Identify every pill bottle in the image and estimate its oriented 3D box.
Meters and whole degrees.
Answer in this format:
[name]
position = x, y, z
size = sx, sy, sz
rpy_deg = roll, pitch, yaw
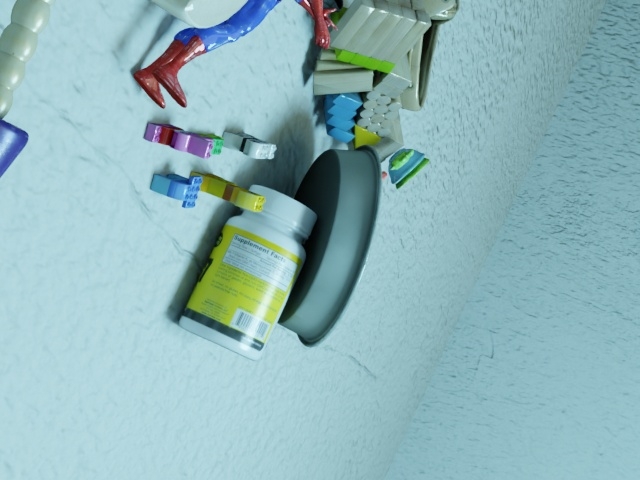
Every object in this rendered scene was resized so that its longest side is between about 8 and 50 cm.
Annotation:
[pill bottle]
position = -0.090, 0.041, 1.323
size = 0.208, 0.119, 0.119
rpy_deg = -65, 159, -9

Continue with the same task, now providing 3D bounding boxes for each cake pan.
[cake pan]
position = 0.000, 0.000, 1.400
size = 0.293, 0.054, 0.293
rpy_deg = -163, -90, -74

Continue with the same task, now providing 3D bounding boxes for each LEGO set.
[LEGO set]
position = -0.113, -0.078, 1.185
size = 0.227, 0.093, 0.087
rpy_deg = -9, 119, -66

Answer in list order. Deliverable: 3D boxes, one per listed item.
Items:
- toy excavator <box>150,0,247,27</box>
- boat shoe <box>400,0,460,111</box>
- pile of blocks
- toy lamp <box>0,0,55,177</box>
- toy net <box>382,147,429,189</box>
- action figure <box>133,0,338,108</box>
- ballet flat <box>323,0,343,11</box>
[toy excavator]
position = -0.082, -0.438, 0.820
size = 0.445, 0.222, 0.433
rpy_deg = -55, 159, 2
[boat shoe]
position = 0.164, -0.371, 1.558
size = 0.121, 0.110, 0.341
rpy_deg = -18, 127, -64
[pile of blocks]
position = 0.056, -0.246, 1.444
size = 0.362, 0.149, 0.112
rpy_deg = 96, -11, -58
[toy lamp]
position = -0.242, -0.166, 0.813
size = 0.274, 0.080, 0.080
rpy_deg = -69, 159, -6
[toy net]
position = 0.065, -0.058, 1.543
size = 0.232, 0.045, 0.122
rpy_deg = -40, -174, 14
[action figure]
position = -0.051, -0.222, 1.079
size = 0.280, 0.091, 0.139
rpy_deg = -49, 119, -16
[ballet flat]
position = 0.024, -0.378, 1.293
size = 0.057, 0.049, 0.173
rpy_deg = -32, 139, -59
